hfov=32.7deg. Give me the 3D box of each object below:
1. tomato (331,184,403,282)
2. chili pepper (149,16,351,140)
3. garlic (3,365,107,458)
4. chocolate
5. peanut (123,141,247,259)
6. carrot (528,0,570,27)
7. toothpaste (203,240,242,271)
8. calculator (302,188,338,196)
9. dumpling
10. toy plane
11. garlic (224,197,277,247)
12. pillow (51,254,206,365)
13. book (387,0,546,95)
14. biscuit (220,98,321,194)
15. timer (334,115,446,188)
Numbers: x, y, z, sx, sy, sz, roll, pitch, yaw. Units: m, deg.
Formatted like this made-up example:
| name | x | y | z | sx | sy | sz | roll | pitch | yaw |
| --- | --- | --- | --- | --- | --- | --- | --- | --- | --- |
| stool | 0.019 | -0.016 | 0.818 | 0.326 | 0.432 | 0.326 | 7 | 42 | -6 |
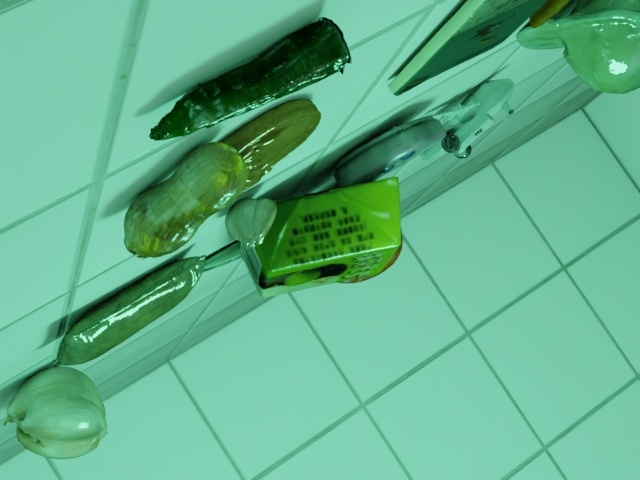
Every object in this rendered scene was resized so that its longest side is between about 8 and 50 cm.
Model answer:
| name | x | y | z | sx | sy | sz | roll | pitch | yaw |
| --- | --- | --- | --- | --- | --- | --- | --- | --- | --- |
| tomato | 0.072 | -0.009 | 2.337 | 0.232 | 0.189 | 0.232 | -34 | -142 | 31 |
| chili pepper | -0.078 | -0.156 | 1.133 | 0.227 | 0.059 | 0.088 | -30 | 178 | -16 |
| garlic | -0.550 | 0.348 | 2.248 | 0.203 | 0.184 | 0.281 | -5 | -173 | -16 |
| chocolate | 0.000 | 0.000 | 2.056 | 0.289 | 0.137 | 0.301 | -12 | 169 | -8 |
| peanut | -0.174 | -0.049 | 1.366 | 0.207 | 0.087 | 0.087 | -39 | 172 | 28 |
| carrot | 0.390 | -0.398 | 1.759 | 0.043 | 0.043 | 0.248 | -32 | 177 | -18 |
| toothpaste | -0.173 | 0.022 | 2.215 | 0.218 | 0.041 | 0.064 | -26 | 178 | -26 |
| calculator | 0.039 | -0.086 | 2.166 | 0.175 | 0.032 | 0.100 | -9 | -174 | -11 |
| dumpling | 0.524 | -0.363 | 1.959 | 0.270 | 0.211 | 0.320 | -28 | 162 | -18 |
| toy plane | 0.303 | -0.243 | 2.271 | 0.255 | 0.101 | 0.251 | -35 | 163 | 16 |
| garlic | -0.120 | -0.034 | 1.835 | 0.113 | 0.074 | 0.094 | -31 | -162 | 47 |
| pillow | -0.345 | 0.130 | 1.965 | 0.302 | 0.075 | 0.185 | -32 | 172 | -26 |
| book | 0.272 | -0.347 | 1.574 | 0.264 | 0.031 | 0.379 | -29 | 173 | -30 |
| biscuit | -0.107 | -0.103 | 1.503 | 0.202 | 0.044 | 0.289 | -28 | 170 | -47 |
| timer | 0.130 | -0.167 | 2.075 | 0.209 | 0.069 | 0.191 | -32 | 176 | 29 |
